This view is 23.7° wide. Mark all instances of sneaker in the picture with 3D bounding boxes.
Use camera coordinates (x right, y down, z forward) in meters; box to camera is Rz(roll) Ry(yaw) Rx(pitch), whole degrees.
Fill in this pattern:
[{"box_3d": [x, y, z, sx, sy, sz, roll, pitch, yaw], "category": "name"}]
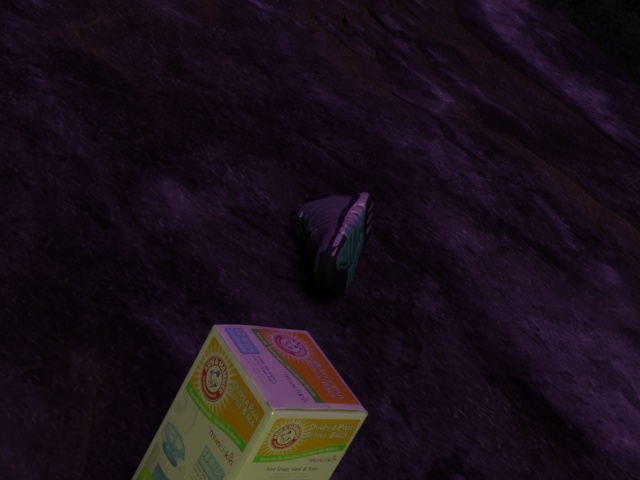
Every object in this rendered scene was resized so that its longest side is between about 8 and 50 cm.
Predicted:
[{"box_3d": [0.000, 0.000, 1.882, 0.098, 0.083, 0.223, 7, 21, 10], "category": "sneaker"}]

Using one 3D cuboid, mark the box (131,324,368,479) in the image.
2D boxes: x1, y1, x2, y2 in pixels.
[{"box_3d": [-0.067, 0.183, 1.288, 0.103, 0.203, 0.114, 7, 33, -40], "category": "box"}]
